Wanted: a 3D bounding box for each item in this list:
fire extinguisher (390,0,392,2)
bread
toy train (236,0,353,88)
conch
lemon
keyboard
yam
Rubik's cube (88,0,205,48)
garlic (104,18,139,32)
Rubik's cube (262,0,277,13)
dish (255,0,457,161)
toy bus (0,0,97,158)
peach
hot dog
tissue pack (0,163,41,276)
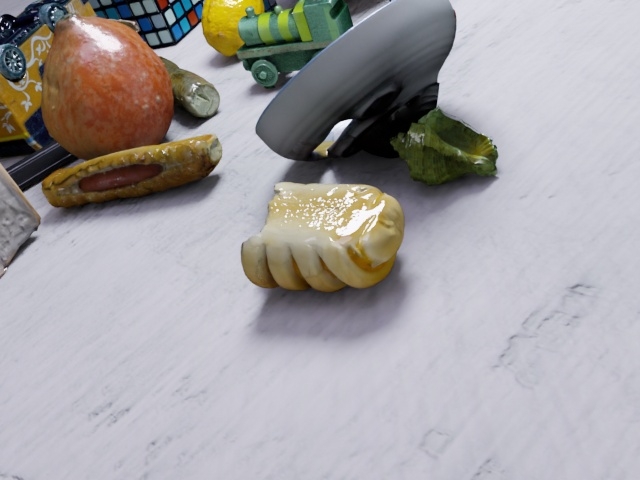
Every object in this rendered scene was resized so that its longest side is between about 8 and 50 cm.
[{"bbox_3d":[0.162,-0.394,1.259,0.100,0.032,0.046,1,74,30],"label":"fire extinguisher"},{"bbox_3d":[0.000,0.000,0.743,0.177,0.084,0.119,3,42,31],"label":"bread"},{"bbox_3d":[-0.041,-0.314,1.164,0.200,0.132,0.083,-2,38,24],"label":"toy train"},{"bbox_3d":[0.135,-0.102,0.816,0.121,0.074,0.089,10,80,8],"label":"conch"},{"bbox_3d":[-0.159,-0.410,1.361,0.114,0.114,0.155,4,85,34],"label":"lemon"},{"bbox_3d":[-0.416,-0.168,1.273,0.309,0.018,0.101,-37,38,-22],"label":"keyboard"},{"bbox_3d":[-0.260,-0.275,1.292,0.317,0.071,0.067,34,99,51],"label":"yam"},{"bbox_3d":[-0.372,-0.530,1.607,0.184,0.182,0.187,0,40,31],"label":"Rubik's cube"},{"bbox_3d":[-0.450,-0.406,1.549,0.195,0.101,0.087,6,66,22],"label":"garlic"},{"bbox_3d":[-0.151,-0.465,1.471,0.092,0.092,0.092,6,42,35],"label":"Rubik's cube"},{"bbox_3d":[0.069,-0.159,0.883,0.273,0.134,0.273,-36,-3,-2],"label":"dish"},{"bbox_3d":[-0.530,-0.311,1.382,0.161,0.194,0.324,-3,41,27],"label":"toy bus"},{"bbox_3d":[-0.336,-0.235,1.138,0.232,0.233,0.233,-15,34,11],"label":"peach"},{"bbox_3d":[-0.266,-0.093,1.044,0.288,0.068,0.083,-11,12,24],"label":"hot dog"},{"bbox_3d":[-0.587,-0.025,0.998,0.305,0.239,0.239,0,39,28],"label":"tissue pack"}]
